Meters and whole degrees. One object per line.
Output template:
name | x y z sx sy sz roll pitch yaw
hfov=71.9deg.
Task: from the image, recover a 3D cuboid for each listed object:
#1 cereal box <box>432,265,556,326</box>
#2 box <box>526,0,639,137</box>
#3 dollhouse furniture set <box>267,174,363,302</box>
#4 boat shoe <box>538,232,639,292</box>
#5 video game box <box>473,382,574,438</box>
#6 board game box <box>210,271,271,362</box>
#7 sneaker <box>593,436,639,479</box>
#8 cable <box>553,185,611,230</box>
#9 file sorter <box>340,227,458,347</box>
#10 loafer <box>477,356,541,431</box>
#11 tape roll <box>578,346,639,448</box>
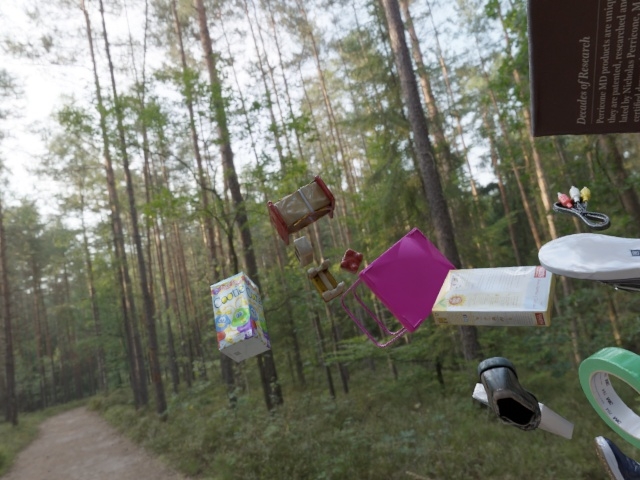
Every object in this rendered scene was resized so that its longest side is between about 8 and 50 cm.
cereal box | 0.392 0.124 0.998 0.240 0.048 0.173 -5 26 35
box | 0.293 -0.202 0.361 0.203 0.169 0.167 5 -44 33
dollhouse furniture set | 0.000 0.000 1.430 0.201 0.374 0.152 -29 -18 -12
boat shoe | 0.590 0.053 0.851 0.301 0.108 0.102 -3 -47 30
video game box | 0.549 0.461 1.196 0.205 0.048 0.187 35 -21 -33
board game box | -0.298 0.283 1.645 0.142 0.276 0.144 -24 -37 7
sneaker | 0.766 0.561 1.008 0.153 0.282 0.099 -32 -9 16
cable | 0.947 -0.118 1.619 0.139 0.072 0.287 -15 22 19
file sorter | 0.229 0.141 1.292 0.290 0.202 0.182 -34 -13 -39
loafer | 0.397 0.345 0.918 0.096 0.084 0.268 -25 -55 22
tape roll | 0.959 0.490 1.357 0.077 0.322 0.321 -25 -9 -11
